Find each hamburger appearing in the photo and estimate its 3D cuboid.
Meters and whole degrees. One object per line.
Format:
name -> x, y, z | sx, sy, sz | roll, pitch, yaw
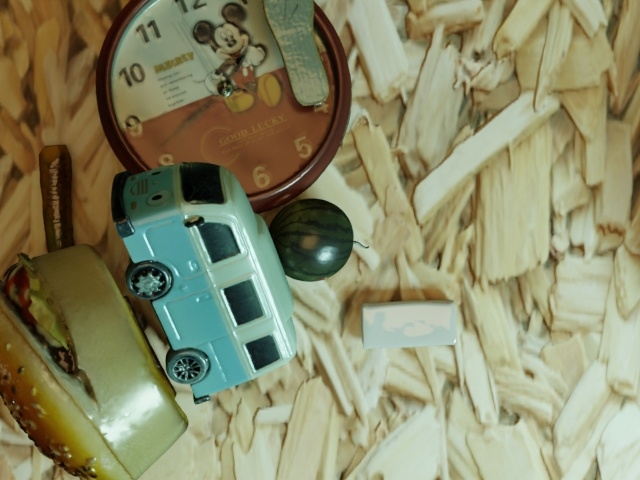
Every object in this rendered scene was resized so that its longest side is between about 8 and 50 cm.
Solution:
hamburger -> -0.283, 0.147, 1.210 | 0.176, 0.300, 0.300 | -29, 94, -15

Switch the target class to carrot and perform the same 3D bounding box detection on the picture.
carrot -> -0.328, -0.035, 1.316 | 0.042, 0.042, 0.171 | -4, 94, -3

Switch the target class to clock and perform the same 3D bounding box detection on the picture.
clock -> -0.118, -0.186, 1.300 | 0.318, 0.080, 0.318 | 0, 88, -5

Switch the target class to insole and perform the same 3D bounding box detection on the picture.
insole -> -0.030, -0.254, 1.270 | 0.064, 0.004, 0.188 | -15, 89, -5

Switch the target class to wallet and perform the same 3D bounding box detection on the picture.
wallet -> 0.114, 0.108, 1.353 | 0.122, 0.025, 0.061 | -2, 91, -4

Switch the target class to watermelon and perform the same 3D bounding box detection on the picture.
watermelon -> 0.000, 0.000, 1.306 | 0.133, 0.105, 0.105 | 3, 92, -20

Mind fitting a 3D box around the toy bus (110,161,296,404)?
toy bus -> -0.131, 0.037, 1.227 | 0.165, 0.133, 0.271 | -18, 121, 1
